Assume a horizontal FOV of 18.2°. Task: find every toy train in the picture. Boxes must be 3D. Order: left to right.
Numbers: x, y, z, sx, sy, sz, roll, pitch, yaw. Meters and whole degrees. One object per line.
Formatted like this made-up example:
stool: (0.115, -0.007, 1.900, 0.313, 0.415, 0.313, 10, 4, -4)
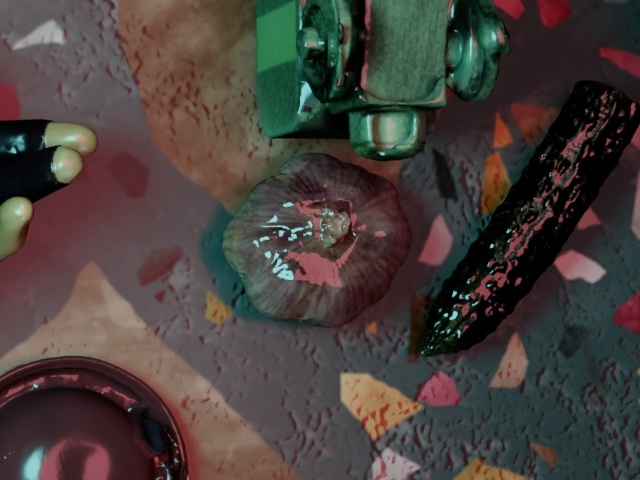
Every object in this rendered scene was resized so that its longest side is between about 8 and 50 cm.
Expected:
toy train: (0.042, -0.211, 1.611, 0.167, 0.238, 0.299, 1, 89, -19)

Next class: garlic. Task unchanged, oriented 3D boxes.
garlic: (0.000, 0.000, 1.658, 0.159, 0.102, 0.147, -12, 92, -18)

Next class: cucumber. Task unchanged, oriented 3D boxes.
cucumber: (0.182, -0.013, 1.738, 0.072, 0.072, 0.300, 37, 78, -13)

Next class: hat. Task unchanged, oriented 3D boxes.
hat: (-0.200, 0.190, 1.588, 0.205, 0.089, 0.205, 1, 86, -19)

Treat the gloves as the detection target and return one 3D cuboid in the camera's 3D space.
gloves: (-0.319, -0.038, 1.525, 0.301, 0.152, 0.197, -12, 98, 6)
